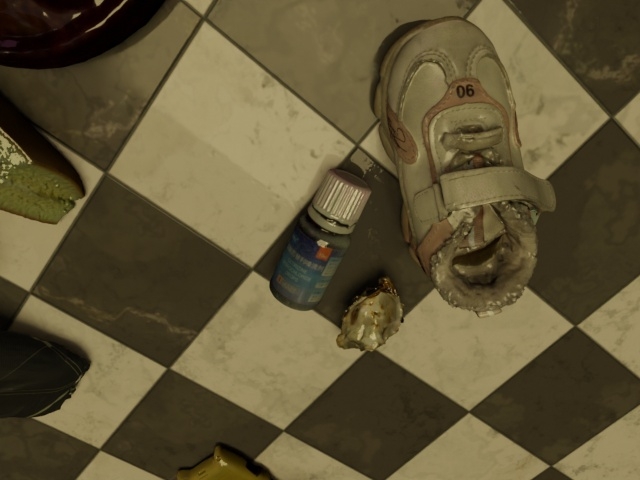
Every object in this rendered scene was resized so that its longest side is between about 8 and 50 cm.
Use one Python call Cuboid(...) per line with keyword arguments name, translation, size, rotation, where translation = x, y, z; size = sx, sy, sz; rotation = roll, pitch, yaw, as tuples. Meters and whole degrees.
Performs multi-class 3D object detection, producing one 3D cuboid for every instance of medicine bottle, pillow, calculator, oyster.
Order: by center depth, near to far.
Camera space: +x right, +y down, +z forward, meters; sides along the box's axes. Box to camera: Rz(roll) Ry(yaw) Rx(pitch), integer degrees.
Cuboid(name="medicine bottle", translation=(0.000, 0.000, 0.628), size=(0.084, 0.083, 0.203), rotation=(22, 110, -12))
Cuboid(name="pillow", translation=(-0.536, 0.206, 0.653), size=(0.335, 0.092, 0.161), rotation=(18, 112, -41))
Cuboid(name="oyster", translation=(0.082, 0.116, 0.701), size=(0.103, 0.051, 0.148), rotation=(18, 122, -23))
Cuboid(name="calculator", translation=(-0.164, 0.508, 0.885), size=(0.157, 0.033, 0.236), rotation=(-38, 113, 14))

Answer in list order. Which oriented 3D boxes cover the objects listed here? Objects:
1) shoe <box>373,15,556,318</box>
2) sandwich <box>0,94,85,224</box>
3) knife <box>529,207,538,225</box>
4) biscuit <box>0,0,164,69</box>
Cuboid(name="shoe", translation=(0.181, -0.082, 0.533), size=(0.172, 0.198, 0.350), rotation=(-16, 116, 4))
Cuboid(name="sandwich", translation=(-0.419, -0.125, 0.552), size=(0.094, 0.096, 0.258), rotation=(-35, 114, 7))
Cuboid(name="knife", translation=(0.289, 0.021, 0.681), size=(0.044, 0.023, 0.162), rotation=(11, 114, -3))
Cuboid(name="biscuit", translation=(-0.335, -0.384, 0.434), size=(0.408, 0.091, 0.407), rotation=(-1, 114, -1))
